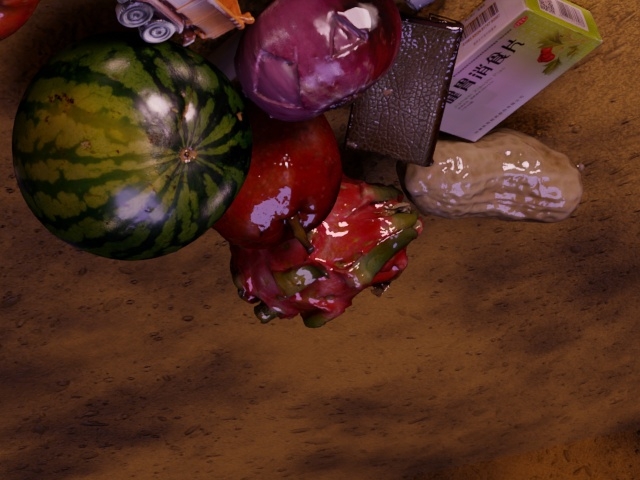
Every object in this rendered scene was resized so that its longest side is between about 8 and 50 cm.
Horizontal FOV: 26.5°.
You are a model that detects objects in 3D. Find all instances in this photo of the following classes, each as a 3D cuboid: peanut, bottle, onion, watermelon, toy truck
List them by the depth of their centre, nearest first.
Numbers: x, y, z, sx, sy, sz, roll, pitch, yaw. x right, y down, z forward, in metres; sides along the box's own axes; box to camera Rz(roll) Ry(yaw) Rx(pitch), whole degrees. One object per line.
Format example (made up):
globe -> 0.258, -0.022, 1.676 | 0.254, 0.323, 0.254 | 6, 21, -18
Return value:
toy truck -> -0.190, -0.315, 1.516 | 0.135, 0.114, 0.270 | -26, 152, 18
onion -> 0.009, -0.245, 1.665 | 0.207, 0.200, 0.200 | 9, 143, -43
watermelon -> -0.235, -0.118, 1.673 | 0.285, 0.285, 0.285 | -13, 152, -7
bottle -> -0.106, -0.245, 1.761 | 0.045, 0.045, 0.096 | 15, 137, -45
peanut -> 0.259, -0.102, 2.107 | 0.291, 0.159, 0.143 | 3, 117, -12

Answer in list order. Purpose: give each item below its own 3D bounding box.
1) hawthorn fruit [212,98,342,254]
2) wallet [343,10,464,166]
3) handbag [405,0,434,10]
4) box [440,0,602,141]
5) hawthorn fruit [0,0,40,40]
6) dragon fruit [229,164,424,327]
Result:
hawthorn fruit -> -0.071, -0.081, 1.857 | 0.230, 0.266, 0.210 | -10, 133, -20
wallet -> 0.111, -0.210, 1.869 | 0.133, 0.039, 0.243 | 10, 136, 2
handbag -> 0.141, -0.355, 1.658 | 0.173, 0.095, 0.117 | -30, 143, 9
box -> 0.244, -0.250, 1.925 | 0.175, 0.062, 0.260 | 12, 142, -42
hawthorn fruit -> -0.363, -0.288, 1.395 | 0.189, 0.189, 0.189 | -13, 152, -7
dragon fruit -> 0.003, 0.003, 2.066 | 0.303, 0.231, 0.237 | -25, 156, 9
